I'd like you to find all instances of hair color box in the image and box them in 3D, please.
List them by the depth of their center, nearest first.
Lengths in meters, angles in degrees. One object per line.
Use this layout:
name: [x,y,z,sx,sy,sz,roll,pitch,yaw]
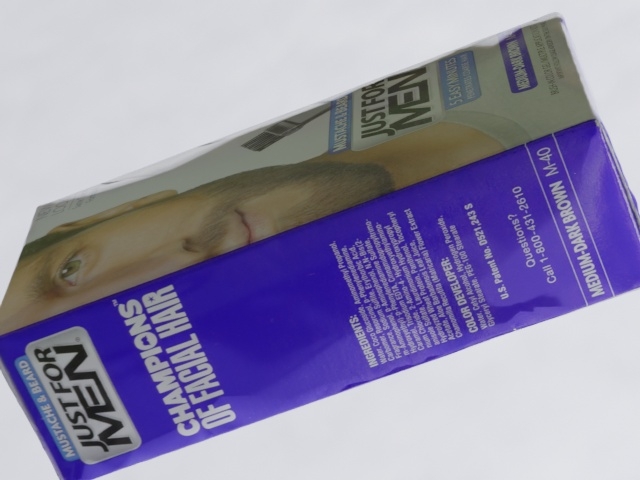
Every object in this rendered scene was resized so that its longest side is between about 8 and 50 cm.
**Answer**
hair color box: [0.000,0.000,1.022,0.338,0.110,0.185,-21,-158,9]
